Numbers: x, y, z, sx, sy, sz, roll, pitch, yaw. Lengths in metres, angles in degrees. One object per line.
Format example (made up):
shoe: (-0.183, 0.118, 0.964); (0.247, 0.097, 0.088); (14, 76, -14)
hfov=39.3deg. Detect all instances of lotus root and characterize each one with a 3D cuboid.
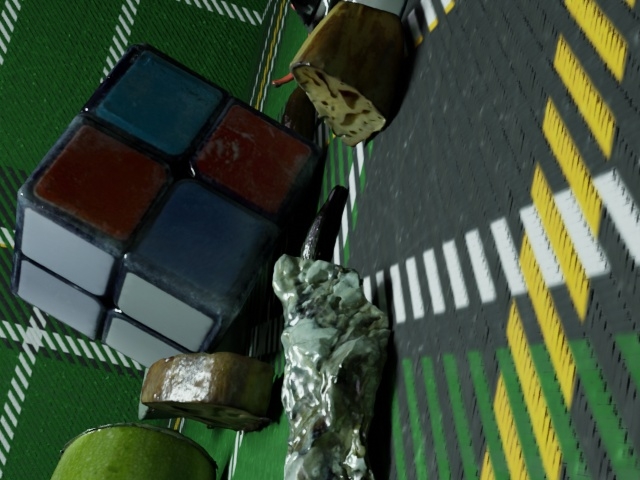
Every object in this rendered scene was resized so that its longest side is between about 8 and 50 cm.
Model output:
lotus root: (-0.145, 0.201, 1.165); (0.260, 0.170, 0.075); (142, 139, -64)
lotus root: (0.044, -0.180, 0.933); (0.159, 0.095, 0.135); (28, -100, -60)

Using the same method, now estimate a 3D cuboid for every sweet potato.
sweet potato: (-0.028, -0.209, 1.407); (0.053, 0.054, 0.182); (-39, 34, 57)

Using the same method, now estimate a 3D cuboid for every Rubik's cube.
Rubik's cube: (-0.224, -0.024, 1.276); (0.318, 0.313, 0.316); (-62, 4, -34)

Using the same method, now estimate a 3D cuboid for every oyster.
oyster: (0.011, 0.138, 0.715); (0.199, 0.087, 0.252); (175, 98, -79)

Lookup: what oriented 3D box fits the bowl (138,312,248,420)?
bowl: (-0.208, 0.178, 1.534); (0.289, 0.146, 0.289); (-165, 90, -77)

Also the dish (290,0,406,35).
dish: (0.022, -0.323, 1.103); (0.273, 0.133, 0.274); (-166, 90, -78)

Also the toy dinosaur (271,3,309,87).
toy dinosaur: (0.018, -0.360, 1.375); (0.139, 0.070, 0.286); (23, 91, 57)

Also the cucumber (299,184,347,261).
cucumber: (-0.002, -0.001, 1.032); (0.033, 0.034, 0.135); (155, 130, -82)

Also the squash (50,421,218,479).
squash: (-0.285, 0.462, 1.232); (0.384, 0.263, 0.263); (-89, 18, -55)
